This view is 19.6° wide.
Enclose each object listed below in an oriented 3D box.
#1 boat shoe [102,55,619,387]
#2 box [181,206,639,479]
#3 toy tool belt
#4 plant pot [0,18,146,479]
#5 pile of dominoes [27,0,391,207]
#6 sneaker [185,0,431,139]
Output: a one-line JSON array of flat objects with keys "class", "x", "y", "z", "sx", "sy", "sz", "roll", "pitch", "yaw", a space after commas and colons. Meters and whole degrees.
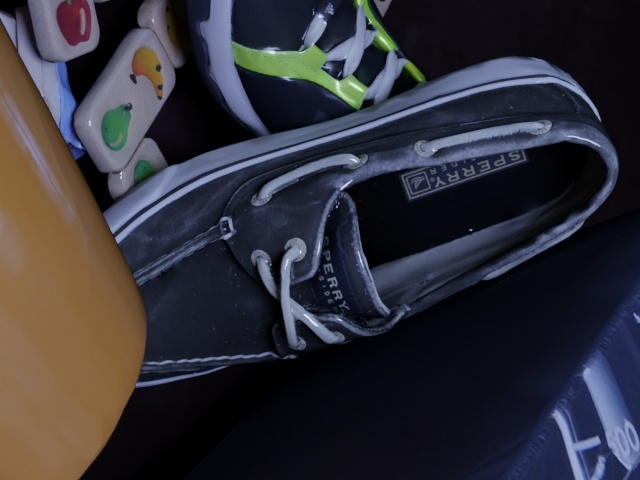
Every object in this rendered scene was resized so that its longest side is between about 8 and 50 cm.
[{"class": "boat shoe", "x": 0.000, "y": 0.000, "z": 0.666, "sx": 0.078, "sy": 0.219, "sz": 0.070, "roll": 62, "pitch": 6, "yaw": -25}, {"class": "box", "x": 0.075, "y": 0.201, "z": 0.584, "sx": 0.312, "sy": 0.179, "sz": 0.343, "roll": 60, "pitch": 33, "yaw": -9}, {"class": "toy tool belt", "x": -0.105, "y": -0.047, "z": 0.690, "sx": 0.051, "sy": 0.052, "sz": 0.083, "roll": -7, "pitch": 81, "yaw": -36}, {"class": "plant pot", "x": -0.153, "y": -0.005, "z": 0.543, "sx": 0.188, "sy": 0.205, "sz": 0.205, "roll": 51, "pitch": 46, "yaw": -39}, {"class": "pile of dominoes", "x": -0.025, "y": -0.115, "z": 0.748, "sx": 0.196, "sy": 0.040, "sz": 0.251, "roll": 63, "pitch": 39, "yaw": -37}, {"class": "sneaker", "x": 0.030, "y": -0.049, "z": 0.735, "sx": 0.084, "sy": 0.097, "sz": 0.235, "roll": -60, "pitch": 141, "yaw": -32}]
